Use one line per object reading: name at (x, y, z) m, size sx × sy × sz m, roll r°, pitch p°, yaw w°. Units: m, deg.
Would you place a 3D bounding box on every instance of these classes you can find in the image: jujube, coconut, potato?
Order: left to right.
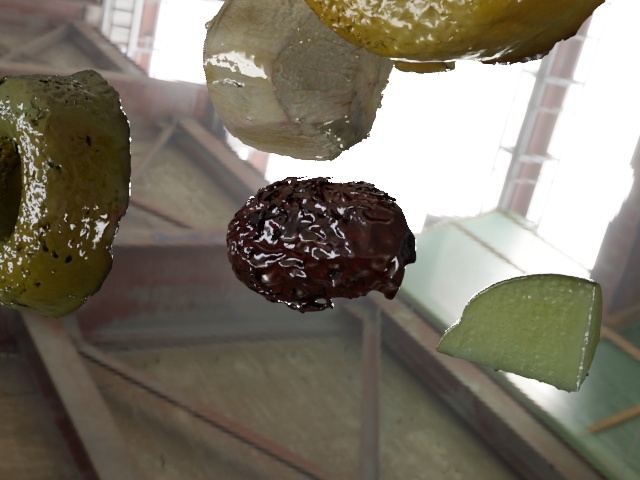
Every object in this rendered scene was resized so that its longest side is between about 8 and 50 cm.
coconut at (-0.031, -0.177, 0.990) m, size 0.194 × 0.194 × 0.194 m, roll 12°, pitch -159°, yaw -5°
jujube at (-0.002, -0.004, 0.737) m, size 0.166 × 0.104 × 0.104 m, roll -9°, pitch -179°, yaw 43°
potato at (0.202, 0.067, 0.984) m, size 0.149 × 0.120 × 0.081 m, roll 15°, pitch -156°, yaw 20°

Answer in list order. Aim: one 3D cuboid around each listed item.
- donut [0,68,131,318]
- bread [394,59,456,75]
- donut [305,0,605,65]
donut at (-0.306, -0.053, 1.041) m, size 0.107 × 0.272 × 0.272 m, roll 7°, pitch -161°, yaw -43°
bread at (0.095, -0.245, 1.084) m, size 0.065 × 0.103 × 0.187 m, roll -2°, pitch 173°, yaw 25°
donut at (0.076, -0.243, 0.660) m, size 0.277 × 0.277 × 0.108 m, roll 25°, pitch -147°, yaw 27°
